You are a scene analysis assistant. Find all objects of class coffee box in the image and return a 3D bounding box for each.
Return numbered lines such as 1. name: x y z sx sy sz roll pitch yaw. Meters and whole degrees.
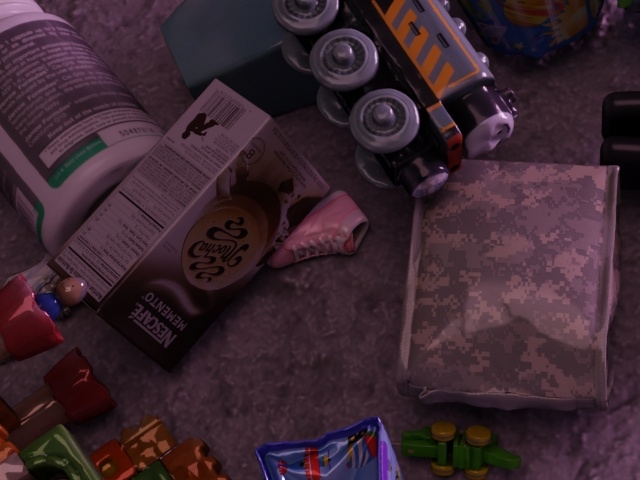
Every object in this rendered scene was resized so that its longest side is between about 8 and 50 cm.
1. coffee box: -0.151 -0.016 1.700 0.297 0.168 0.119 -49 51 -5

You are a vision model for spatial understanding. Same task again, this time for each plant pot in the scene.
1. plant pot: -0.069 -0.259 1.843 0.234 0.165 0.166 -27 63 1

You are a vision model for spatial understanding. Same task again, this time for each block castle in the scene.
1. block castle: -0.208 0.273 1.526 0.213 0.303 0.453 -35 65 -9

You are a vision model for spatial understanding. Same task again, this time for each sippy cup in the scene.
1. sippy cup: 0.246 -0.356 1.777 0.240 0.224 0.305 -23 42 7

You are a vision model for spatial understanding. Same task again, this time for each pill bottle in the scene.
1. pill bottle: -0.345 -0.155 1.811 0.204 0.204 0.361 -37 65 -9

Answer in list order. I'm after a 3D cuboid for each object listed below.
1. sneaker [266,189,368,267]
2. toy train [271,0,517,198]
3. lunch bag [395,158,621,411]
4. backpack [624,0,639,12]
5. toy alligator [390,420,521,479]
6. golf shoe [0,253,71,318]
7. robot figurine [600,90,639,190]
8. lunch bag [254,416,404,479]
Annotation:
1. sneaker: 0.000 0.000 1.762 0.134 0.051 0.070 -37 59 -14
2. toy train: 0.078 -0.208 1.635 0.190 0.142 0.334 -30 68 -6
3. lunch bag: 0.216 0.063 1.630 0.235 0.169 0.287 4 61 14
4. backpack: 0.490 -0.333 1.715 0.225 0.253 0.191 -13 86 -14
5. toy alligator: 0.134 0.228 1.632 0.189 0.056 0.051 5 24 13
6. golf shoe: -0.377 0.085 1.790 0.176 0.069 0.086 -36 44 -12
7. robot figurine: 0.465 -0.111 1.673 0.278 0.173 0.209 2 107 11
8. lunch bag: 0.043 0.365 1.470 0.138 0.221 0.293 -15 58 3
